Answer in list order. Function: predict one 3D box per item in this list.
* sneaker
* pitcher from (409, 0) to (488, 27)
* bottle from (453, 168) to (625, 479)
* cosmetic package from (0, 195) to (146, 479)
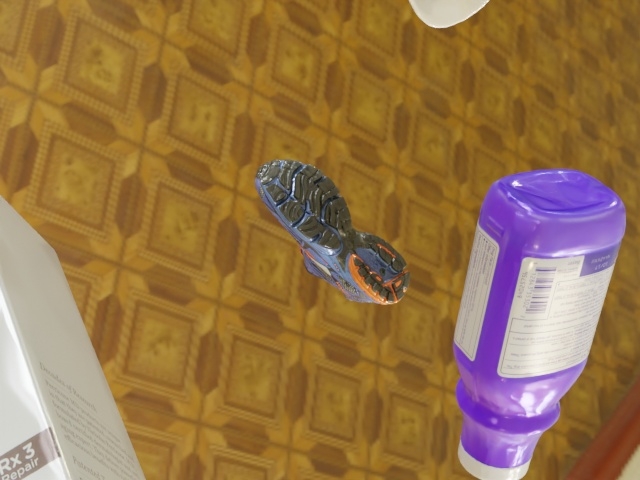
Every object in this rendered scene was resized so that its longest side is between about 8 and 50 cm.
[{"bbox_3d":[0.000,0.000,1.217,0.221,0.087,0.083,48,52,-15],"label":"sneaker"},{"bbox_3d":[0.076,-0.326,1.030,0.207,0.125,0.178,-120,-173,-47],"label":"pitcher"},{"bbox_3d":[0.173,0.080,0.910,0.118,0.092,0.283,-9,124,-25],"label":"bottle"},{"bbox_3d":[-0.240,0.151,0.680,0.385,0.217,0.156,56,-3,34],"label":"cosmetic package"}]
